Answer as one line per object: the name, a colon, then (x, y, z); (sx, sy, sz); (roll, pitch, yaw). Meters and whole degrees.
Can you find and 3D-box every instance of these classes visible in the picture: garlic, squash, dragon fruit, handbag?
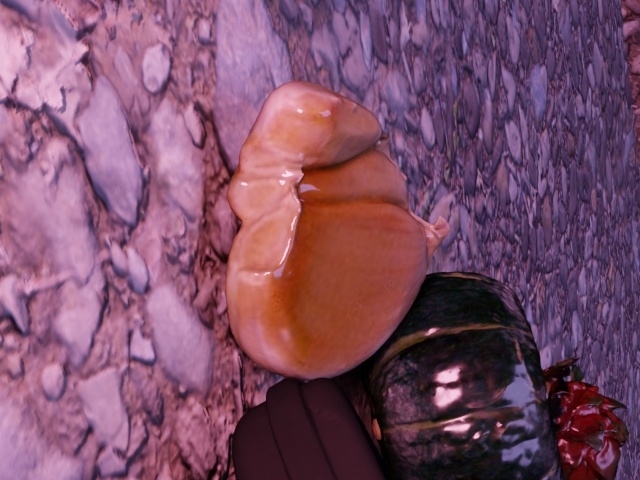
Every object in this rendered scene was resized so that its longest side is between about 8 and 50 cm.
garlic: (0.000, 0.000, 0.825); (0.228, 0.110, 0.217); (18, 84, -52)
squash: (0.128, 0.151, 0.957); (0.252, 0.165, 0.252); (168, -90, -89)
dragon fruit: (0.336, 0.270, 1.445); (0.188, 0.182, 0.182); (48, 24, 10)
handbag: (0.024, 0.222, 0.753); (0.253, 0.093, 0.308); (63, -2, 27)
